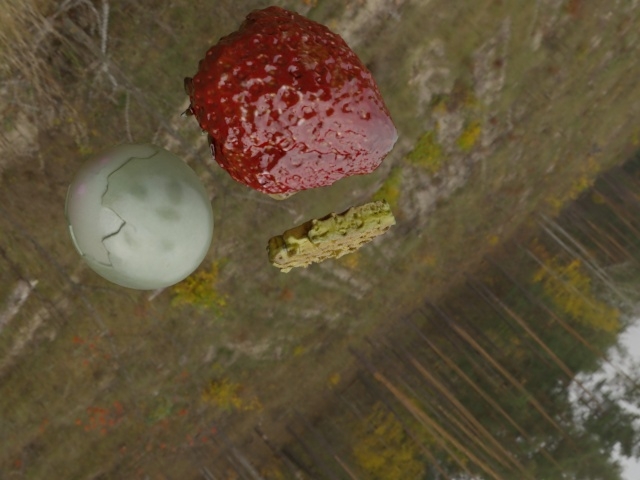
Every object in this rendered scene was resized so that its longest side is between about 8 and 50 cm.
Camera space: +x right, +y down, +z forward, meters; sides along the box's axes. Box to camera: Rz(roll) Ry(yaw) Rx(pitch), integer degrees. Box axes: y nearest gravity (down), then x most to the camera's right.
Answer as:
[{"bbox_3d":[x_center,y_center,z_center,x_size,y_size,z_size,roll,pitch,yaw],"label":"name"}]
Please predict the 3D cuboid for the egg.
[{"bbox_3d":[-0.356,-0.055,1.427,0.278,0.278,0.336,-40,154,-14],"label":"egg"}]

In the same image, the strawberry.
[{"bbox_3d":[-0.028,-0.175,0.995,0.257,0.277,0.257,-58,166,-24],"label":"strawberry"}]

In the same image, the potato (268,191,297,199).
[{"bbox_3d":[-0.076,-0.156,1.339,0.119,0.178,0.109,-26,151,10],"label":"potato"}]

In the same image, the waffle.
[{"bbox_3d":[0.000,0.000,1.243,0.211,0.055,0.160,-16,169,-32],"label":"waffle"}]
